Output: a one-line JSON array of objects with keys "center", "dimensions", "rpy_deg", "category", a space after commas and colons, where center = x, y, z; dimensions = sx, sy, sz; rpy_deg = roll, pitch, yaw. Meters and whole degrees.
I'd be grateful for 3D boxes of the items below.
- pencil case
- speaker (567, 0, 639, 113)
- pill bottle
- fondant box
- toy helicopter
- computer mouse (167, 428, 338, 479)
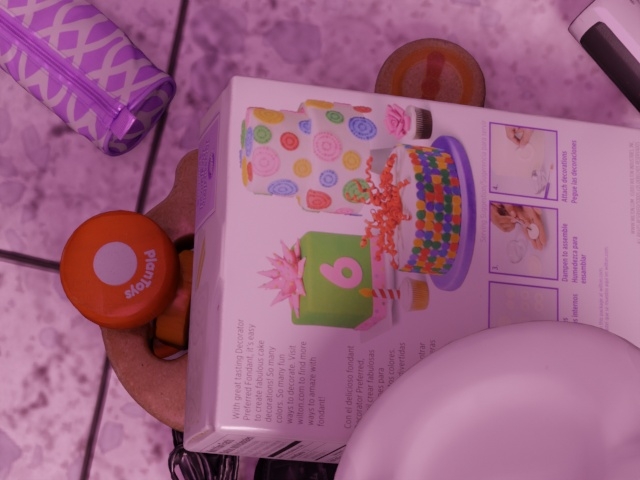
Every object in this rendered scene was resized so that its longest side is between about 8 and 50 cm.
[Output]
[{"center": [-0.207, -0.151, 1.433], "dimensions": [0.206, 0.088, 0.086], "rpy_deg": [37, 96, 9], "category": "pencil case"}, {"center": [0.244, -0.121, 1.367], "dimensions": [0.055, 0.055, 0.136], "rpy_deg": [-40, 82, 6], "category": "speaker"}, {"center": [0.180, 0.246, 1.178], "dimensions": [0.224, 0.392, 0.224], "rpy_deg": [-17, 46, 18], "category": "pill bottle"}, {"center": [0.080, 0.032, 1.280], "dimensions": [0.330, 0.096, 0.238], "rpy_deg": [7, 74, -17], "category": "fondant box"}, {"center": [0.000, 0.000, 1.372], "dimensions": [0.235, 0.140, 0.355], "rpy_deg": [42, 82, 16], "category": "toy helicopter"}, {"center": [0.027, 0.189, 1.390], "dimensions": [0.272, 0.072, 0.188], "rpy_deg": [-8, 85, 20], "category": "computer mouse"}]
